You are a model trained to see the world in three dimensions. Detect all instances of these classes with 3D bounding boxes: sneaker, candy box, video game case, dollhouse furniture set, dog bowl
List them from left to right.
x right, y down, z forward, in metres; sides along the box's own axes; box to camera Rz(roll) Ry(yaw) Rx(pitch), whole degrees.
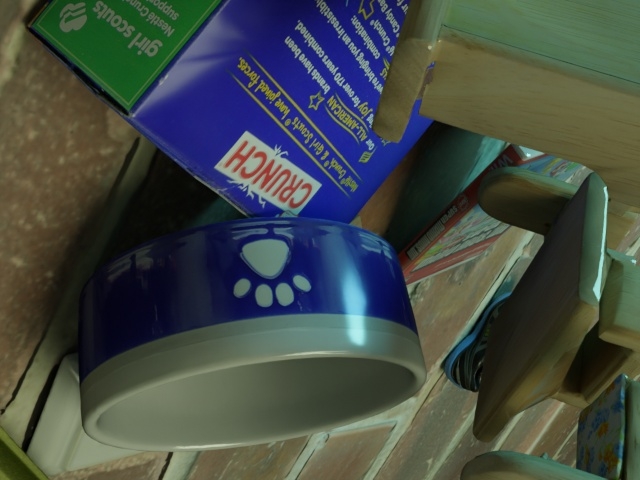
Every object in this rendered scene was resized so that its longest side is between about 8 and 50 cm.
[{"bbox_3d":[-0.055,0.085,0.676,0.265,0.104,0.265,-9,156,-4],"label":"dog bowl"},{"bbox_3d":[0.008,-0.171,0.597,0.317,0.122,0.268,-51,150,-1],"label":"candy box"},{"bbox_3d":[0.194,-0.036,0.955,0.204,0.025,0.285,-19,159,-40],"label":"video game case"},{"bbox_3d":[0.269,0.151,1.294,0.188,0.078,0.067,-52,148,2],"label":"sneaker"},{"bbox_3d":[0.146,-0.003,0.585,0.394,0.256,0.362,106,3,-53],"label":"dollhouse furniture set"}]

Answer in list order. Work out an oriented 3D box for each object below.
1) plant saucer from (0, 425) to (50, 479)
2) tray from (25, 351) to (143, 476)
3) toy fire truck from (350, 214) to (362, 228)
[{"bbox_3d":[-0.315,0.228,0.680,0.188,0.045,0.188,-37,146,-19],"label":"plant saucer"},{"bbox_3d":[-0.148,0.158,0.829,0.270,0.030,0.145,-1,125,-51],"label":"tray"},{"bbox_3d":[0.000,0.000,0.833,0.135,0.047,0.192,0,122,-52],"label":"toy fire truck"}]
